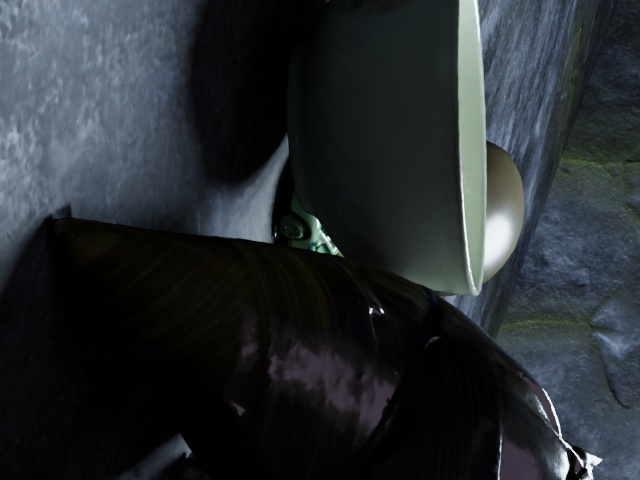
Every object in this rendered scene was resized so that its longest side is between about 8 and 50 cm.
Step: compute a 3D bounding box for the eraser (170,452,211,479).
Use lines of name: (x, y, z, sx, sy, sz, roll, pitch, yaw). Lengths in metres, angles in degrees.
eraser: (-0.103, 0.296, 1.248, 0.279, 0.124, 0.081, -59, 161, -46)

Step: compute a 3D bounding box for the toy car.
toy car: (0.000, 0.000, 1.438, 0.186, 0.058, 0.093, 93, 21, -49)

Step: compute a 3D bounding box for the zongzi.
zongzi: (-0.051, 0.068, 1.163, 0.208, 0.432, 0.403, -53, -157, -1)

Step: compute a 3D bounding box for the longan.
longan: (0.129, -0.031, 1.700, 0.189, 0.189, 0.189, 18, 90, -77)

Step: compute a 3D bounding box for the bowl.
bowl: (0.055, -0.092, 1.278, 0.277, 0.145, 0.277, -3, 90, -79)
